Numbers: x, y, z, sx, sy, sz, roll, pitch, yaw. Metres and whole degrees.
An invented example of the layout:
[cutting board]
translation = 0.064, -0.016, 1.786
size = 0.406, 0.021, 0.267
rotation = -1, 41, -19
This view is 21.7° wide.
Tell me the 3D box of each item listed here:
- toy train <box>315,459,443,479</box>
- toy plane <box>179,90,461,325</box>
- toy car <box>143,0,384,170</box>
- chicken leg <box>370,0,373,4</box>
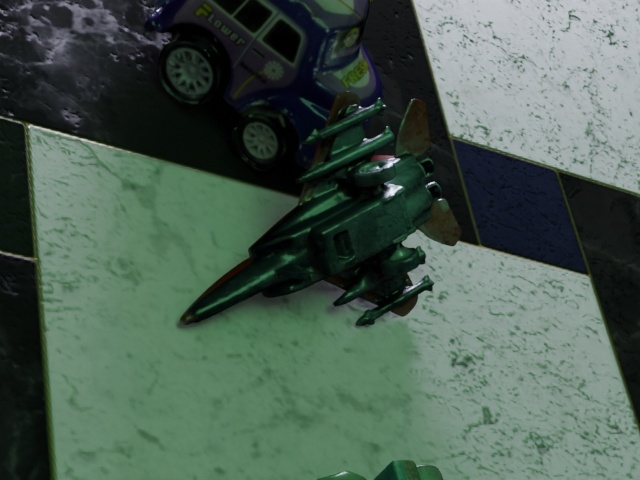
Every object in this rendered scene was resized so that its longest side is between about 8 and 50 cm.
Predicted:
[toy train]
translation = 0.072, 0.305, 1.254
size = 0.194, 0.120, 0.298
rotation = 6, 51, -30
[toy plane]
translation = 0.006, 0.000, 1.482
size = 0.326, 0.104, 0.223
rotation = -35, 115, -42
[toy car]
translation = -0.033, -0.189, 1.587
size = 0.235, 0.158, 0.172
rotation = 44, 38, -1
[chicken leg]
translation = -0.031, -0.291, 1.745
size = 0.207, 0.085, 0.101
rotation = 8, 92, -27
